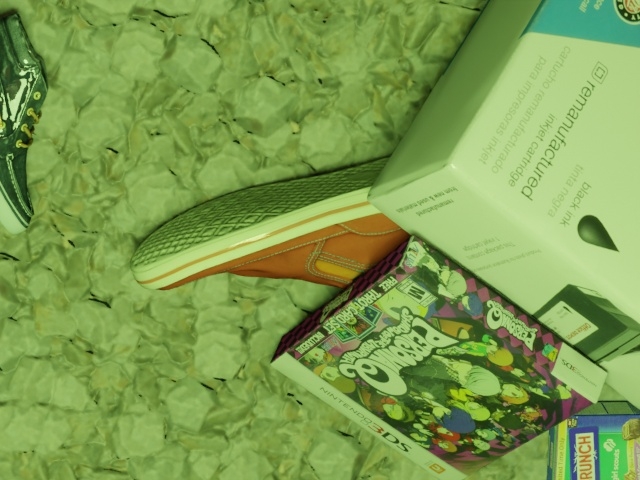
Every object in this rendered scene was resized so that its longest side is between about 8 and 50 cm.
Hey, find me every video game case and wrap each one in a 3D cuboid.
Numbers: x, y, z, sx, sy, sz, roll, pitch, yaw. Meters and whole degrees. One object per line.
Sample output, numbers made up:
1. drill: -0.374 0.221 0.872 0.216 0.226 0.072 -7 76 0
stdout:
1. video game case: 0.097 0.110 1.700 0.210 0.042 0.232 35 142 -13

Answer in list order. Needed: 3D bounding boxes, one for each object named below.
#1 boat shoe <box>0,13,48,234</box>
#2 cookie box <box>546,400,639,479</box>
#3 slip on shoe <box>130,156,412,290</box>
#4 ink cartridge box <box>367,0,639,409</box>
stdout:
1. boat shoe: -0.263 -0.099 1.672 0.083 0.065 0.183 -19 104 0
2. cookie box: 0.267 0.198 1.816 0.107 0.040 0.092 -1 104 -5
3. slip on shoe: 0.000 0.000 1.704 0.331 0.123 0.101 -13 109 -8
4. ink cartridge box: 0.287 -0.043 1.645 0.395 0.166 0.285 37 70 -14
